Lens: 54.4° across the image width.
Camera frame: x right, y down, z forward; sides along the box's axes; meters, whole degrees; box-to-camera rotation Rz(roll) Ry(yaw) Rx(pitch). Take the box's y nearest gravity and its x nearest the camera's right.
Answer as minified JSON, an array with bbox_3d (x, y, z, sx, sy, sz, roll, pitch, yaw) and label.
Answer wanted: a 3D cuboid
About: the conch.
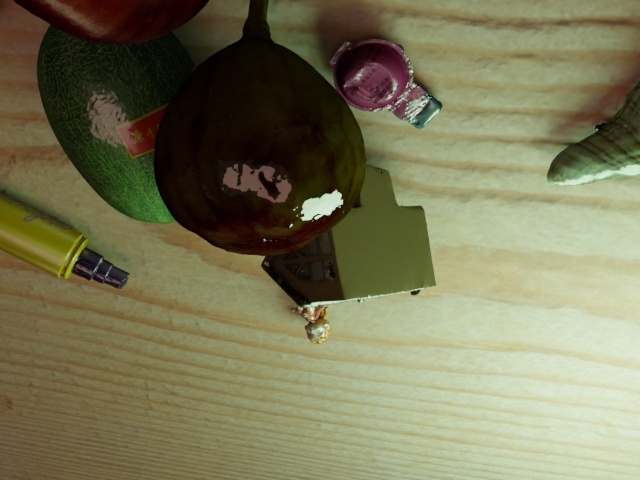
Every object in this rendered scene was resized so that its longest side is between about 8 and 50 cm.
[{"bbox_3d":[0.431,-0.120,0.628,0.386,0.169,0.203,-11,100,17],"label":"conch"}]

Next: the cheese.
[{"bbox_3d":[0.077,-0.182,0.729,0.145,0.038,0.095,30,129,-20],"label":"cheese"}]

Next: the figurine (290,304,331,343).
[{"bbox_3d":[-0.014,0.112,0.977,0.064,0.047,0.109,-12,116,29],"label":"figurine"}]

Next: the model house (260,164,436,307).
[{"bbox_3d":[0.000,0.000,0.842,0.248,0.180,0.176,-10,87,50],"label":"model house"}]

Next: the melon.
[{"bbox_3d":[-0.218,-0.151,0.721,0.182,0.182,0.288,-10,127,19],"label":"melon"}]

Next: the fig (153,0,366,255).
[{"bbox_3d":[-0.054,-0.150,0.650,0.216,0.321,0.217,3,165,1],"label":"fig"}]

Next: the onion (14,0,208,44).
[{"bbox_3d":[-0.182,-0.314,0.528,0.276,0.276,0.276,6,129,7],"label":"onion"}]

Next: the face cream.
[{"bbox_3d":[-0.424,0.003,0.952,0.273,0.078,0.078,28,128,-11],"label":"face cream"}]
